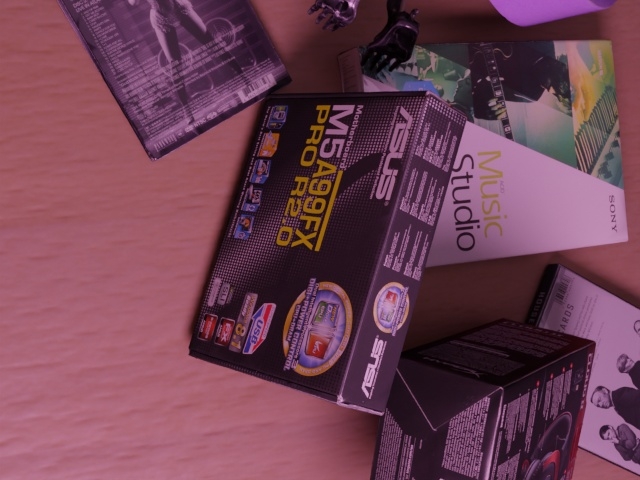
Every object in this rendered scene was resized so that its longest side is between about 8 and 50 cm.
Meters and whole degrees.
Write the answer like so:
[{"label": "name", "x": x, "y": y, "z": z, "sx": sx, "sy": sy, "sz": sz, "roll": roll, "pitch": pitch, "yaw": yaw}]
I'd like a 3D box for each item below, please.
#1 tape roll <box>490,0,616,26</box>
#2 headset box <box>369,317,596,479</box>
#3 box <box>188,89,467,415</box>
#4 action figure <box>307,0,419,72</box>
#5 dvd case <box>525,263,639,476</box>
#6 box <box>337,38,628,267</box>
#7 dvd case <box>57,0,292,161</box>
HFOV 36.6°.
[{"label": "tape roll", "x": 0.225, "y": -0.362, "z": 0.977, "sx": 0.275, "sy": 0.090, "sz": 0.275, "roll": 12, "pitch": 76, "yaw": -53}, {"label": "headset box", "x": 0.163, "y": 0.202, "z": 0.928, "sx": 0.293, "sy": 0.110, "sz": 0.218, "roll": -7, "pitch": 108, "yaw": -58}, {"label": "box", "x": 0.000, "y": 0.000, "z": 0.874, "sx": 0.060, "sy": 0.216, "sz": 0.270, "roll": 23, "pitch": 81, "yaw": -41}, {"label": "action figure", "x": 0.054, "y": -0.310, "z": 0.934, "sx": 0.164, "sy": 0.141, "sz": 0.275, "roll": 27, "pitch": 63, "yaw": -30}, {"label": "dvd case", "x": 0.328, "y": 0.156, "z": 1.122, "sx": 0.239, "sy": 0.029, "sz": 0.179, "roll": 27, "pitch": 79, "yaw": -20}, {"label": "box", "x": 0.183, "y": -0.095, "z": 1.044, "sx": 0.322, "sy": 0.058, "sz": 0.232, "roll": -7, "pitch": 93, "yaw": -24}, {"label": "dvd case", "x": -0.147, "y": -0.210, "z": 0.922, "sx": 0.164, "sy": 0.018, "sz": 0.221, "roll": -33, "pitch": 103, "yaw": -19}]
